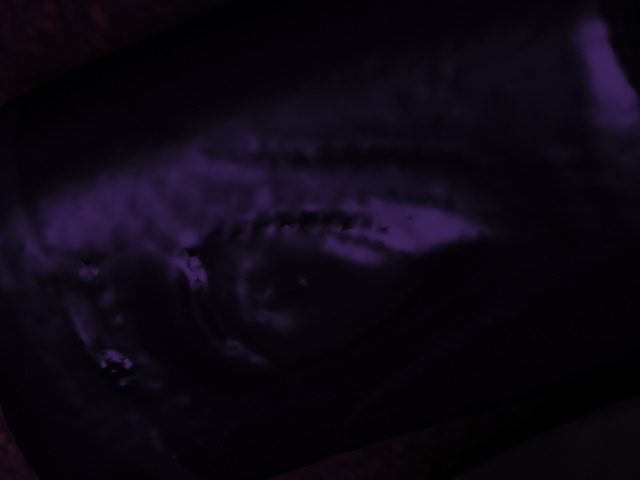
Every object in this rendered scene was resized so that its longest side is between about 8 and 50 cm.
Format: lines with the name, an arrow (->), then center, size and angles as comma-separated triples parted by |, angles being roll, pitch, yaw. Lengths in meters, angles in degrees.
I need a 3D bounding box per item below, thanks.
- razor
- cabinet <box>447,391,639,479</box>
razor -> 0.000, -0.001, 0.602 | 0.349, 0.113, 0.204 | -17, 111, 23
cabinet -> 0.169, 0.237, 0.521 | 0.318, 0.227, 0.290 | 36, 143, -13
